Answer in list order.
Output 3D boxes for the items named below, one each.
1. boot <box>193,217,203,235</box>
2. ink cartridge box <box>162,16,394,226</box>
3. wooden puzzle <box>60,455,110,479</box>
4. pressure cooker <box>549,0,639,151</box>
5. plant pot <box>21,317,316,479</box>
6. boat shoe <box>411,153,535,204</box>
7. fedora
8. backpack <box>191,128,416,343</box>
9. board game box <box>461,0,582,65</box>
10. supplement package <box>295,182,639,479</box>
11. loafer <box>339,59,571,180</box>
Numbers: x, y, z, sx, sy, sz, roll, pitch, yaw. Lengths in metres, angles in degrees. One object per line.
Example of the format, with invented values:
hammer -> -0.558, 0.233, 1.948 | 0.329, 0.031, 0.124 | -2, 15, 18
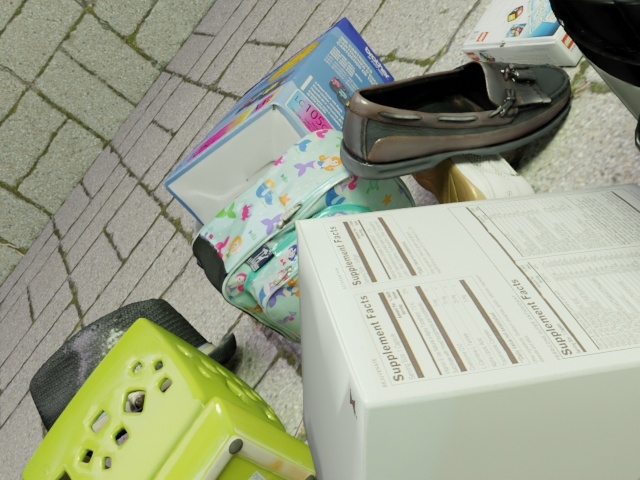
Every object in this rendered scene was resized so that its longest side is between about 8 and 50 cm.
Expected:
boot -> -0.168, -0.100, 1.417 | 0.258, 0.095, 0.123 | -53, 21, -18
ink cartridge box -> -0.048, -0.199, 1.210 | 0.270, 0.151, 0.395 | -28, 20, 36
wooden puzzle -> -0.295, 0.390, 0.891 | 0.044, 0.239, 0.221 | -4, 53, 35
pressure cooker -> 0.338, -0.188, 0.413 | 0.375, 0.420, 0.370 | -36, 33, 29
plant pot -> -0.151, 0.259, 0.827 | 0.207, 0.228, 0.227 | 26, 77, 45
boat shoe -> 0.173, -0.107, 0.910 | 0.096, 0.098, 0.277 | -12, 42, -11
fedora -> -0.290, 0.192, 1.055 | 0.334, 0.152, 0.334 | -35, -3, -2
backpack -> 0.000, 0.000, 0.911 | 0.253, 0.225, 0.191 | -48, 51, -1
board game box -> 0.341, -0.370, 0.990 | 0.305, 0.053, 0.193 | -56, 28, -5
supplement package -> 0.130, 0.100, 0.498 | 0.262, 0.199, 0.198 | -7, 31, -10
loafer -> 0.163, -0.153, 0.817 | 0.302, 0.095, 0.109 | -20, 47, -18
